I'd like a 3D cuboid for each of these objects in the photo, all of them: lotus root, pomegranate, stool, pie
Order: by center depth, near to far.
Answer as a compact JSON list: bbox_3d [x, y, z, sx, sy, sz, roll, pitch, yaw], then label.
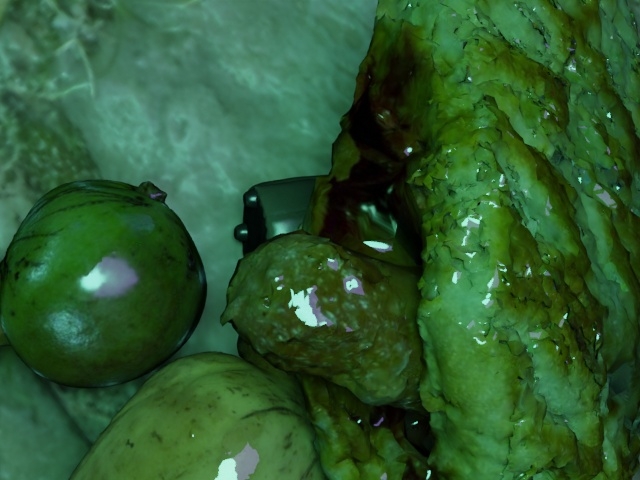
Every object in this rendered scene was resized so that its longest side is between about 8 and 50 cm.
[{"bbox_3d":[-0.077,0.160,0.870,0.140,0.154,0.257,40,85,15],"label":"lotus root"},{"bbox_3d":[-0.167,0.032,0.871,0.191,0.152,0.131,-11,89,-1],"label":"pomegranate"},{"bbox_3d":[0.136,0.009,0.896,0.395,0.180,0.418,60,43,-36],"label":"pie"},{"bbox_3d":[0.000,0.000,0.960,0.110,0.096,0.096,-2,79,-17],"label":"stool"}]
